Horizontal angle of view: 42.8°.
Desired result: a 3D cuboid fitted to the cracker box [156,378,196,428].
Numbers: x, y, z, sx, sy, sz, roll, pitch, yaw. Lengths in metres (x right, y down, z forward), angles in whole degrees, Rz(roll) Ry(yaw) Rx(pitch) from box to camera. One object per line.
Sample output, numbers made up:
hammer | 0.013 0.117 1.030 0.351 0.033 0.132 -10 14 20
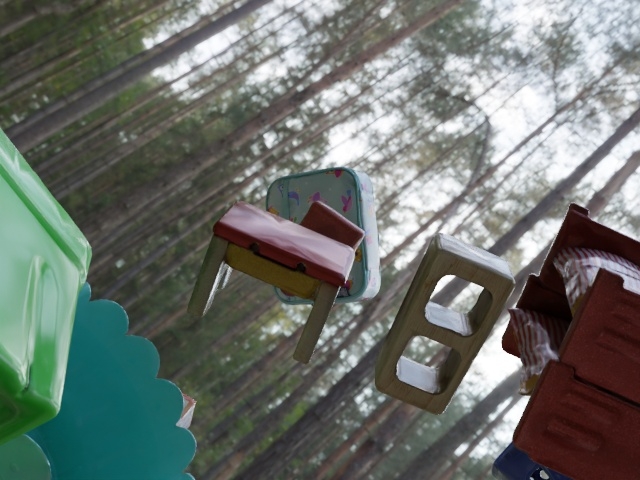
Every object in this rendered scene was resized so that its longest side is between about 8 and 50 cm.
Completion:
cracker box | -0.315 0.292 1.214 0.155 0.232 0.067 27 -54 12

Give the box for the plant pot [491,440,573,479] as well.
plant pot | 0.450 0.386 1.410 0.212 0.236 0.236 43 -6 21

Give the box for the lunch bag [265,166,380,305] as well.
lunch bag | 0.000 0.000 1.636 0.224 0.108 0.279 -6 -96 22

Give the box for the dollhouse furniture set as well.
dollhouse furniture set | 0.112 0.030 0.650 0.374 0.201 0.152 24 -71 1

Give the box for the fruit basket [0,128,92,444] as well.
fruit basket | -0.381 0.000 0.561 0.392 0.392 0.283 29 -24 37

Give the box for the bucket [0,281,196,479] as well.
bucket | -0.278 0.191 0.804 0.281 0.183 0.281 52 15 -20
